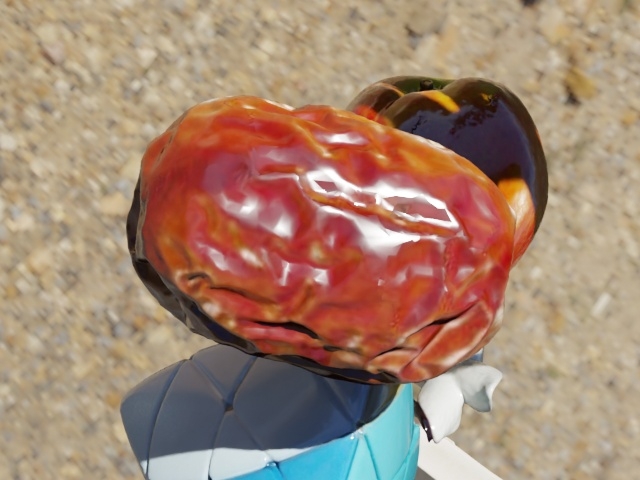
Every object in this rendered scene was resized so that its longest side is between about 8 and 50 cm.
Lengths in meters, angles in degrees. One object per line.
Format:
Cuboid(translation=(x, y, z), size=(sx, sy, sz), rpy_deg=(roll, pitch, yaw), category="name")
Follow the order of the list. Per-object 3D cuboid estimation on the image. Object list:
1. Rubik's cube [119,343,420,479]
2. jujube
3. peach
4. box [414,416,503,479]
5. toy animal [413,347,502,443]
Cuboid(translation=(0.019, 0.150, 1.445), size=(0.254, 0.254, 0.254), rpy_deg=(-13, 119, -26), category="Rubik's cube")
Cuboid(translation=(0.000, 0.000, 1.224), size=(0.250, 0.174, 0.174), rpy_deg=(11, 110, 0), category="jujube")
Cuboid(translation=(0.079, -0.030, 1.472), size=(0.197, 0.197, 0.197), rpy_deg=(-13, 119, -26), category="peach")
Cuboid(translation=(0.172, 0.317, 1.695), size=(0.048, 0.265, 0.273), rpy_deg=(-31, 119, -16), category="box")
Cuboid(translation=(0.085, 0.091, 1.590), size=(0.131, 0.181, 0.127), rpy_deg=(-24, 160, 14), category="toy animal")
